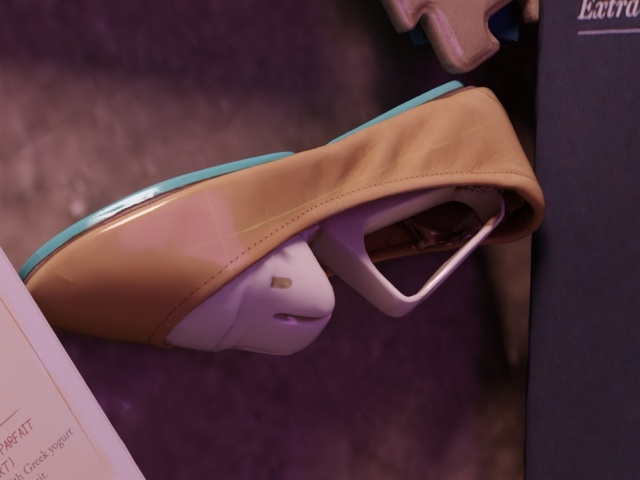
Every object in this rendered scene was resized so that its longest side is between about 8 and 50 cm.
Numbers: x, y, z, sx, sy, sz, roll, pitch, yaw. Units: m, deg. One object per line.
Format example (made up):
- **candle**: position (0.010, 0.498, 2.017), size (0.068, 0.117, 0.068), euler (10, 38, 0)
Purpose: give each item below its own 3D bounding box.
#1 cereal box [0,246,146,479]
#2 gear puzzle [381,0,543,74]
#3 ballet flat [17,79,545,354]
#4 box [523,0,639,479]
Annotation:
- **cereal box**: position (-0.140, 0.060, 0.436), size (0.173, 0.047, 0.240), euler (-40, 109, -33)
- **gear puzzle**: position (0.017, -0.240, 0.737), size (0.175, 0.044, 0.339), euler (-37, 106, -34)
- **ballet flat**: position (0.000, 0.000, 0.662), size (0.232, 0.080, 0.073), euler (-24, 74, -38)
- **box**: position (0.251, 0.077, 0.699), size (0.212, 0.293, 0.396), euler (-1, 94, -40)
